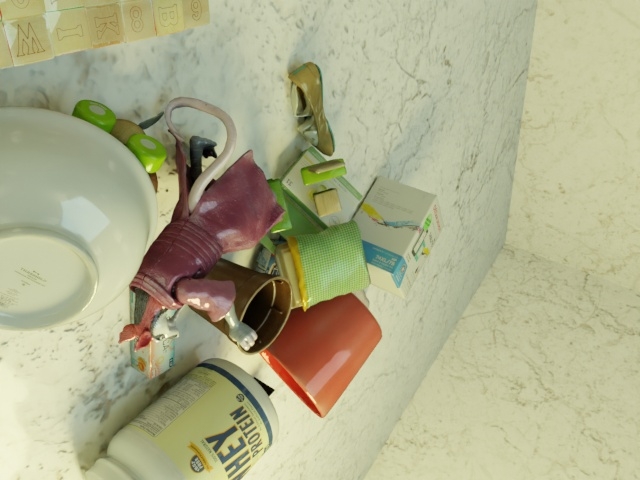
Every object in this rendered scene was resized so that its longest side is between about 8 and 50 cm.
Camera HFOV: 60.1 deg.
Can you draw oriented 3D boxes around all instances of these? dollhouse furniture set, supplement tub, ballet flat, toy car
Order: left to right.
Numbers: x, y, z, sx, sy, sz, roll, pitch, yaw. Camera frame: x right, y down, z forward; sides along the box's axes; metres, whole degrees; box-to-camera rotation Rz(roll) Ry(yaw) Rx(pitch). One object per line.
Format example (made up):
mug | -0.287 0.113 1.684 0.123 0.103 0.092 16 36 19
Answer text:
toy car | -0.280 -0.119 0.799 0.155 0.149 0.188 -53 -173 27
supplement tub | -0.265 0.417 1.098 0.325 0.235 0.235 -39 141 -41
ballet flat | -0.024 -0.270 1.194 0.073 0.080 0.232 -29 134 -16
dollhouse furniture set | 0.000 0.000 1.138 0.197 0.151 0.301 -17 102 -9

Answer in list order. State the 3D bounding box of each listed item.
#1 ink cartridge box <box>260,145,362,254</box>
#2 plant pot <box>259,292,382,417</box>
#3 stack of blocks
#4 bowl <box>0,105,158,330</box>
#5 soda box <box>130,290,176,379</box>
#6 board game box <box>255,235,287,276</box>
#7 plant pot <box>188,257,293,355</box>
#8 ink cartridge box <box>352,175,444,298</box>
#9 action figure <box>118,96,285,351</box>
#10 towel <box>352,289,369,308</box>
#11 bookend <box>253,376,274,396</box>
ink cartridge box | -0.035 -0.068 1.225 0.171 0.056 0.235 44 64 -14
plant pot | 0.001 0.247 1.341 0.243 0.275 0.275 -41 145 -17
stack of blocks | -0.292 -0.274 0.613 0.297 0.171 0.087 -35 139 -43
bowl | -0.335 0.008 0.639 0.298 0.134 0.298 -12 131 -15
soda box | -0.309 0.161 1.021 0.063 0.058 0.183 -26 133 -51
board game box | -0.090 0.049 1.312 0.194 0.060 0.194 6 104 -60
plant pot | -0.170 0.121 1.116 0.167 0.165 0.167 -39 140 -42
ink cartridge box | 0.211 -0.010 1.635 0.270 0.197 0.198 -59 151 -14
action figure | -0.195 0.008 0.871 0.276 0.248 0.370 91 21 -55
towel | 0.057 0.264 1.669 0.332 0.053 0.317 58 48 -61
bookend | -0.192 0.470 1.434 0.156 0.072 0.157 -38 141 -42
